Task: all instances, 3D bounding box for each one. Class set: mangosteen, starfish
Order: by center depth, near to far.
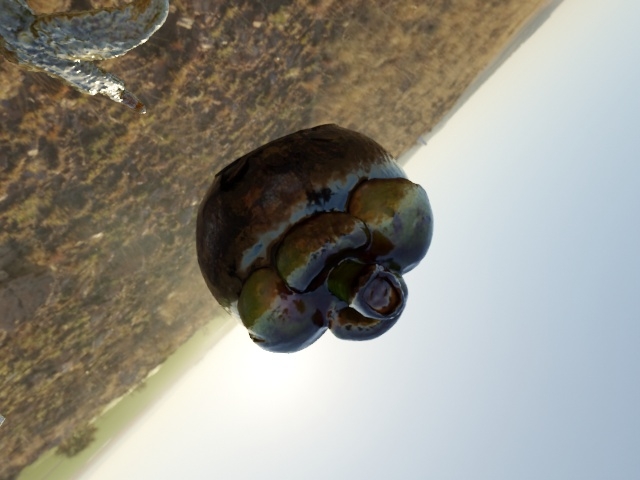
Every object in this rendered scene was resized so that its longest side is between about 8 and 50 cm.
[{"bbox_3d":[-0.319,-0.243,0.486,0.375,0.326,0.095,61,37,-75],"label":"starfish"},{"bbox_3d":[-0.002,-0.004,0.492,0.287,0.233,0.287,-18,-178,0],"label":"mangosteen"}]

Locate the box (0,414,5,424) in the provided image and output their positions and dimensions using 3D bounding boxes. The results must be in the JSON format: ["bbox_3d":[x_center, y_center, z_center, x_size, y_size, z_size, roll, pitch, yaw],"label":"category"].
[{"bbox_3d":[-0.305,0.164,0.358,0.012,0.046,0.083,-31,-161,5],"label":"box"}]
